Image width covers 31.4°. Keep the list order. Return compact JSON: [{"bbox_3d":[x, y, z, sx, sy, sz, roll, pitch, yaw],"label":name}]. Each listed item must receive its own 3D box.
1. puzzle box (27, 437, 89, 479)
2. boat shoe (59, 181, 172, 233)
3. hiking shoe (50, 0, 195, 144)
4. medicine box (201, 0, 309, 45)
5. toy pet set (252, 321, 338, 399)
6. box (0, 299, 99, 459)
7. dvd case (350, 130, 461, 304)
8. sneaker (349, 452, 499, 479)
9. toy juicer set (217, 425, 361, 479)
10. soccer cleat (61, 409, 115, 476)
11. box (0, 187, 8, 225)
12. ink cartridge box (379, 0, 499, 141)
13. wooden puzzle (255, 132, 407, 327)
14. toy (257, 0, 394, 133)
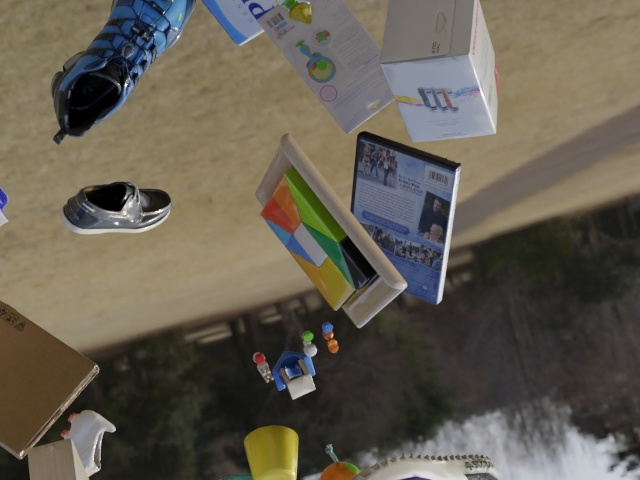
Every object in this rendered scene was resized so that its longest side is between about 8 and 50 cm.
[{"bbox_3d":[-0.231,0.447,1.179,0.052,0.409,0.272,-13,137,-7],"label":"puzzle box"},{"bbox_3d":[-0.345,-0.064,2.004,0.233,0.084,0.079,-8,142,-50],"label":"boat shoe"},{"bbox_3d":[-0.268,-0.264,1.599,0.113,0.132,0.304,30,116,-27],"label":"hiking shoe"},{"bbox_3d":[-0.098,-0.531,1.959,0.289,0.263,0.149,-28,-149,20],"label":"medicine box"},{"bbox_3d":[-0.038,0.168,1.675,0.122,0.114,0.065,-23,-142,-8],"label":"toy pet set"},{"bbox_3d":[-0.438,0.186,1.582,0.164,0.201,0.021,-51,162,-26],"label":"box"},{"bbox_3d":[0.127,-0.036,1.820,0.180,0.253,0.022,22,-144,27],"label":"dvd case"},{"bbox_3d":[0.094,0.259,0.926,0.102,0.146,0.293,-44,151,27],"label":"sneaker"},{"bbox_3d":[-0.067,0.365,1.526,0.209,0.089,0.329,18,130,-27],"label":"toy juicer set"},{"bbox_3d":[-0.386,0.359,1.766,0.076,0.196,0.068,25,180,-1],"label":"soccer cleat"},{"bbox_3d":[-0.465,-0.029,1.447,0.136,0.028,0.081,-32,131,-4],"label":"box"},{"bbox_3d":[0.170,-0.243,1.586,0.127,0.128,0.176,-3,145,19],"label":"ink cartridge box"},{"bbox_3d":[0.000,0.000,1.367,0.044,0.221,0.239,-36,174,-16],"label":"wooden puzzle"},{"bbox_3d":[0.019,-0.300,1.860,0.137,0.237,0.056,-37,180,-11],"label":"toy"}]
